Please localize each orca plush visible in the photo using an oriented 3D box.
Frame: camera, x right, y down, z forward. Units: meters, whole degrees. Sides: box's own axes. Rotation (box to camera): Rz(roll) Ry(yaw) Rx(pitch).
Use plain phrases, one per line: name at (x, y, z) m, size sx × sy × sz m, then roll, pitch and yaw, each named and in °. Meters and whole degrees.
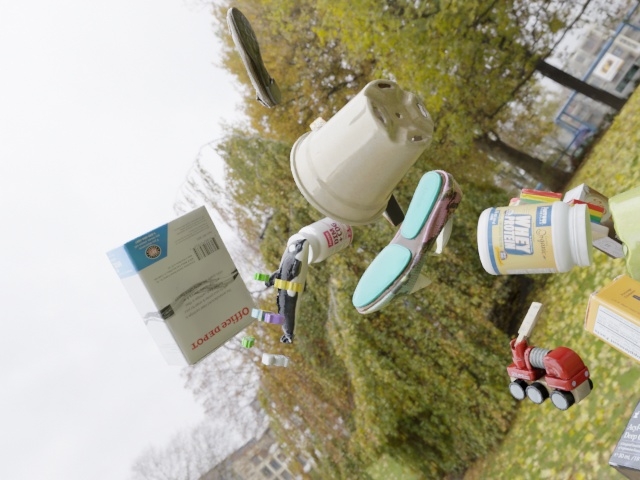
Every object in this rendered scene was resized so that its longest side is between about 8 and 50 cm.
orca plush at (-0.100, 0.133, 1.425) m, size 0.151 × 0.102 × 0.287 m, roll 10°, pitch -95°, yaw -79°

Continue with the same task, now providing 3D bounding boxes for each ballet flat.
ballet flat at (0.129, 0.013, 0.704) m, size 0.079 × 0.077 × 0.221 m, roll 29°, pitch -89°, yaw -29°
ballet flat at (-0.170, -0.437, 1.268) m, size 0.250 × 0.058 × 0.084 m, roll 63°, pitch -149°, yaw -32°

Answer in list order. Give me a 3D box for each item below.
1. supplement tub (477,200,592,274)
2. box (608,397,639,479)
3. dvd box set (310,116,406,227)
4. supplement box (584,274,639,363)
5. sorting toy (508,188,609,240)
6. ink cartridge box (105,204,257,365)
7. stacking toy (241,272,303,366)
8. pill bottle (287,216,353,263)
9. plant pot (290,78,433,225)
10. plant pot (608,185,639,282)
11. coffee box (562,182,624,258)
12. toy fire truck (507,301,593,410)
supplement tub at (0.438, -0.004, 1.062) m, size 0.144 × 0.199 × 0.144 m, roll 12°, pitch -105°, yaw -56°
box at (1.034, 0.514, 1.402) m, size 0.395 × 0.212 × 0.293 m, roll -52°, pitch -6°, yaw -16°
dvd box set at (0.139, -0.261, 1.961) m, size 0.062 × 0.420 × 0.307 m, roll -39°, pitch -41°, yaw 0°
supplement box at (0.489, 0.142, 0.708) m, size 0.078 × 0.233 × 0.080 m, roll -25°, pitch -50°, yaw -21°
sorting toy at (0.678, -0.072, 1.550) m, size 0.257 × 0.255 × 0.089 m, roll 75°, pitch -146°, yaw -81°
ink cartridge box at (-0.404, 0.137, 1.562) m, size 0.285 × 0.395 × 0.166 m, roll -33°, pitch 12°, yaw -40°
stacking toy at (-0.106, 0.159, 1.097) m, size 0.221 × 0.052 × 0.167 m, roll 3°, pitch 82°, yaw 66°
pill bottle at (0.000, 0.000, 2.210) m, size 0.283 × 0.160 × 0.160 m, roll -27°, pitch -32°, yaw -48°
plant pot at (0.133, -0.256, 1.429) m, size 0.334 × 0.334 × 0.305 m, roll -34°, pitch -6°, yaw -41°
plant pot at (0.687, -0.028, 0.951) m, size 0.254 × 0.276 × 0.276 m, roll -16°, pitch -3°, yaw 29°
coffee box at (0.938, -0.062, 1.749) m, size 0.141 × 0.246 × 0.098 m, roll -60°, pitch 3°, yaw -20°
toy fire truck at (0.635, 0.318, 1.471) m, size 0.158 × 0.246 × 0.217 m, roll -22°, pitch 6°, yaw -27°
